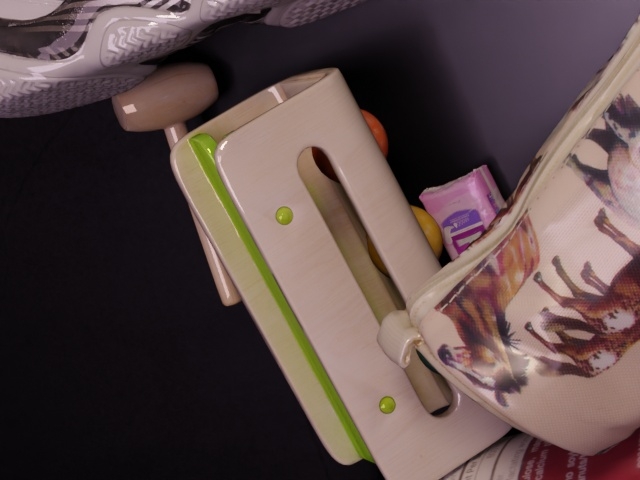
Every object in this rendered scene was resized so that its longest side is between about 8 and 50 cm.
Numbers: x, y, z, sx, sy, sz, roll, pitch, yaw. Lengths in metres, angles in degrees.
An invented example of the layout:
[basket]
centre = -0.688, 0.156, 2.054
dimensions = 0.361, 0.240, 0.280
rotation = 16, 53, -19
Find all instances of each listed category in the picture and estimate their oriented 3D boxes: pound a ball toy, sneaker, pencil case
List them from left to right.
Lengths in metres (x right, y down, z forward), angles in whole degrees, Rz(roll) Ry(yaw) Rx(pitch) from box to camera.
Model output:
[sneaker]
centre = -0.099, -0.233, 1.044
dimensions = 0.366, 0.137, 0.210
rotation = -19, 86, 14
[pound a ball toy]
centre = 0.000, 0.000, 1.103
dimensions = 0.319, 0.136, 0.208
rotation = 62, 164, -12
[pencil case]
centre = 0.211, -0.055, 0.910
dimensions = 0.184, 0.160, 0.410
rotation = 32, 108, -14

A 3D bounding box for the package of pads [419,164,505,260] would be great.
[package of pads]
centre = 0.110, -0.007, 1.100
dimensions = 0.050, 0.032, 0.083
rotation = -22, 99, 35

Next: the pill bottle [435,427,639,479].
[pill bottle]
centre = 0.178, 0.235, 1.051
dimensions = 0.392, 0.224, 0.224
rotation = -19, 100, 30
